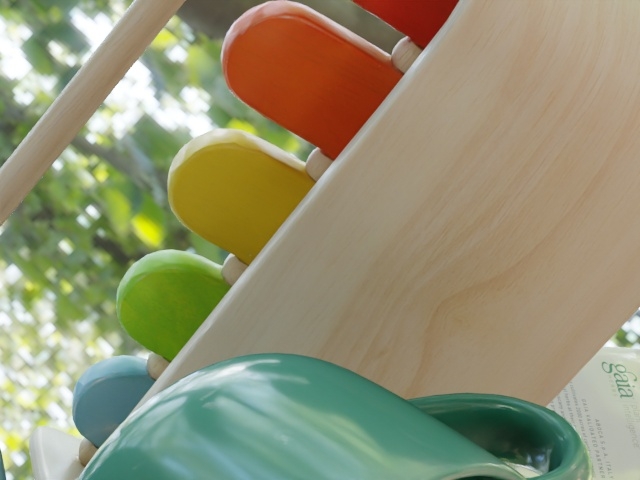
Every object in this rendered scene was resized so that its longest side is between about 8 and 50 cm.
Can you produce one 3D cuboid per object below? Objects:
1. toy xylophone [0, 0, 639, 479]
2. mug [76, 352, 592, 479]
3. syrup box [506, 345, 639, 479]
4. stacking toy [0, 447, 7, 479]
[{"bbox_3d":[0.000,0.000,0.611,0.236,0.081,0.323,37,-66,-26],"label":"toy xylophone"},{"bbox_3d":[-0.006,0.098,0.512,0.158,0.097,0.129,8,-74,-52],"label":"mug"},{"bbox_3d":[0.045,0.107,0.860,0.237,0.093,0.096,5,-44,-14],"label":"syrup box"},{"bbox_3d":[-0.123,0.022,0.340,0.130,0.279,0.309,-19,-42,-1],"label":"stacking toy"}]
